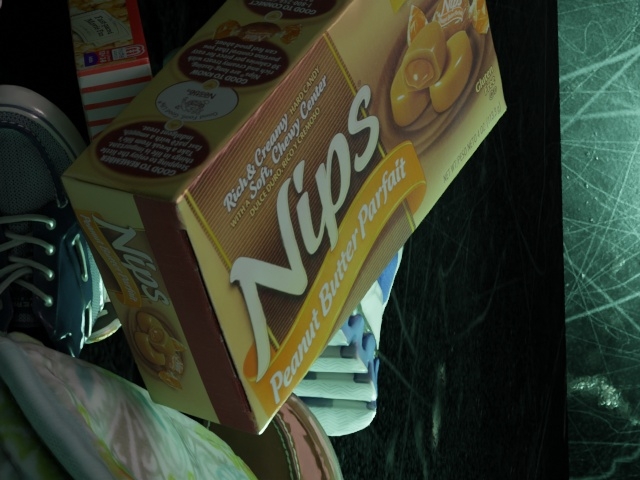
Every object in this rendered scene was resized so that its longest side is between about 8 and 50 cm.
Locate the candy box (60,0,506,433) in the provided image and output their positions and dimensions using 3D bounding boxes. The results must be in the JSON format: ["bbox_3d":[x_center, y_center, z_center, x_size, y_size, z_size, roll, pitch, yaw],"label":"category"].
[{"bbox_3d":[-0.008,-0.061,1.142,0.316,0.087,0.183,-51,139,-34],"label":"candy box"}]

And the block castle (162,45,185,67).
[{"bbox_3d":[-0.048,-0.316,1.293,0.303,0.212,0.453,-65,147,-30],"label":"block castle"}]

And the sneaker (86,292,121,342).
[{"bbox_3d":[-0.148,0.035,1.279,0.083,0.032,0.037,-74,145,-55],"label":"sneaker"}]

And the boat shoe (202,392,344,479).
[{"bbox_3d":[-0.046,0.266,1.482,0.116,0.123,0.324,-46,133,-64],"label":"boat shoe"}]

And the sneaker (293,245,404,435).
[{"bbox_3d":[0.000,0.001,1.649,0.182,0.127,0.316,-78,168,-45],"label":"sneaker"}]

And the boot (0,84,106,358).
[{"bbox_3d":[-0.168,0.003,1.122,0.190,0.069,0.086,76,16,-44],"label":"boot"}]

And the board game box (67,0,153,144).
[{"bbox_3d":[-0.124,-0.082,1.192,0.193,0.045,0.147,-109,-171,-60],"label":"board game box"}]

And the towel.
[{"bbox_3d":[-0.045,0.223,1.072,0.374,0.090,0.320,50,6,35],"label":"towel"}]
